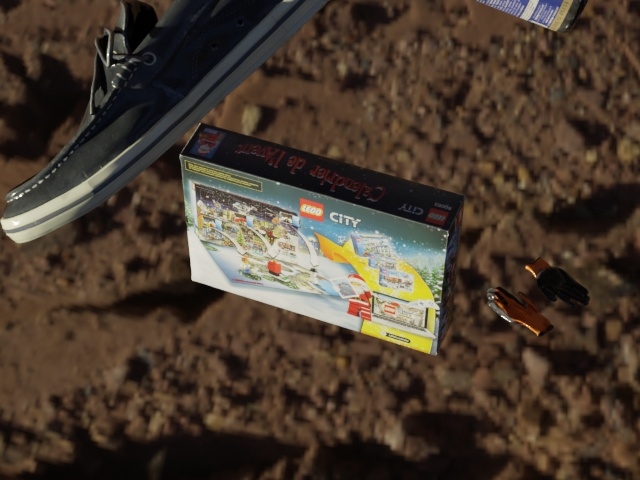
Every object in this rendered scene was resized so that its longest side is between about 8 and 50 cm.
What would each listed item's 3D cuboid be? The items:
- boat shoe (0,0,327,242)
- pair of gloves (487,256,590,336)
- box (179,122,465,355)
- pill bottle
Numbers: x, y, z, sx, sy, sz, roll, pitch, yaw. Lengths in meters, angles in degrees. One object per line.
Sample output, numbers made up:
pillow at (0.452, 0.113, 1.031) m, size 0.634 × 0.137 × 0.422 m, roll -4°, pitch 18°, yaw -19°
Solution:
boat shoe at (-0.181, -0.191, 1.628) m, size 0.500 × 0.187 × 0.156 m, roll -42°, pitch 99°, yaw 11°
pair of gloves at (0.196, 0.051, 1.326) m, size 0.074 × 0.083 × 0.010 m, roll 39°, pitch 146°, yaw 38°
box at (0.000, 0.000, 1.240) m, size 0.233 × 0.044 × 0.159 m, roll 17°, pitch 139°, yaw 14°
pill bottle at (0.244, -0.362, 1.922) m, size 0.219 × 0.123 × 0.123 m, roll 21°, pitch 135°, yaw -1°
